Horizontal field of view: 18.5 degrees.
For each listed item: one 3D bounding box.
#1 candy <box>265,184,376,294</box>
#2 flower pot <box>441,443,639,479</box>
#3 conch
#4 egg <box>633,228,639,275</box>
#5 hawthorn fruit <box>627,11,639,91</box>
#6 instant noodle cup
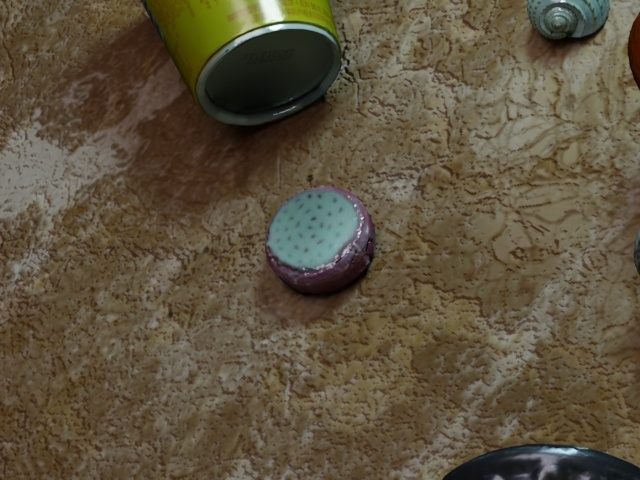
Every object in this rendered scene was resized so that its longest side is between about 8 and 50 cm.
[{"bbox_3d":[0.000,0.000,1.780,0.103,0.043,0.103,-10,56,16],"label":"candy"},{"bbox_3d":[0.158,0.304,1.381,0.267,0.266,0.267,-7,45,20],"label":"flower pot"},{"bbox_3d":[0.231,-0.227,1.826,0.076,0.056,0.085,2,59,11],"label":"conch"},{"bbox_3d":[0.335,-0.004,1.575,0.172,0.132,0.132,-18,52,24],"label":"egg"},{"bbox_3d":[0.377,-0.148,1.623,0.196,0.196,0.225,-39,65,-4],"label":"hawthorn fruit"},{"bbox_3d":[-0.086,-0.244,1.899,0.216,0.215,0.236,-25,59,7],"label":"instant noodle cup"}]
